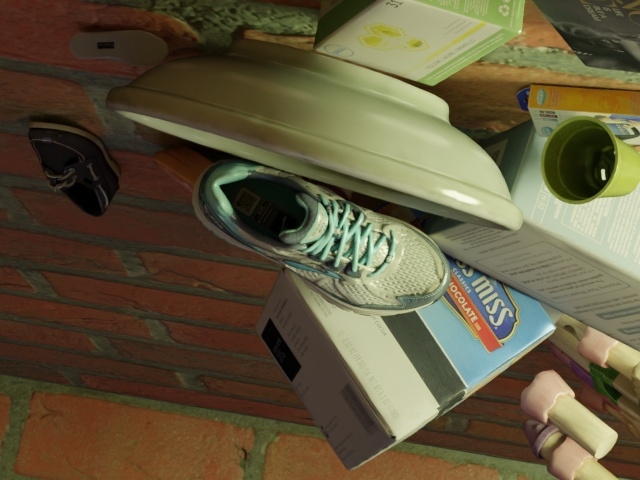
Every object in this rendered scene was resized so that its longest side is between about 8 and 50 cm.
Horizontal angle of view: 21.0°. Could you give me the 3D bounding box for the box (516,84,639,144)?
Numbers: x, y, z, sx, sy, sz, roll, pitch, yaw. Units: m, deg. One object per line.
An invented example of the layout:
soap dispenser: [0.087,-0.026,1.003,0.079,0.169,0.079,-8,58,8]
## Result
box: [0.254,-0.119,1.642,0.136,0.028,0.081,4,164,16]

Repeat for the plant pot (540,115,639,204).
plant pot: [0.264,-0.071,1.632,0.083,0.083,0.079,-2,174,40]

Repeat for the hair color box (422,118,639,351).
hair color box: [0.317,0.016,1.822,0.374,0.113,0.185,27,161,-19]

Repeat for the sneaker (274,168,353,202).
sneaker: [-0.010,-0.059,1.968,0.069,0.084,0.185,42,179,-26]

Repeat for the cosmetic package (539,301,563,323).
cosmetic package: [0.273,0.031,2.047,0.060,0.099,0.239,10,164,-1]

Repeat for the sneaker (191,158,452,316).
sneaker: [0.000,0.000,1.758,0.283,0.110,0.122,21,175,-2]

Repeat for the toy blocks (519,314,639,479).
toy blocks: [0.379,0.151,2.294,0.260,0.309,0.288,39,168,32]

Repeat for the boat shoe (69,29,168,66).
boat shoe: [-0.193,-0.188,1.684,0.100,0.035,0.035,2,-169,15]

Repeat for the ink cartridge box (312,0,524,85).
ink cartridge box: [0.029,-0.203,1.434,0.235,0.056,0.171,13,166,-20]

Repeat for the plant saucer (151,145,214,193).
plant saucer: [-0.105,-0.050,1.994,0.200,0.037,0.200,35,177,2]

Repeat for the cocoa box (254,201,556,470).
cocoa box: [0.088,0.101,2.027,0.228,0.231,0.347,-32,172,-13]

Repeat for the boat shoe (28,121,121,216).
boat shoe: [-0.293,-0.084,2.062,0.075,0.065,0.206,6,164,16]

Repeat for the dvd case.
dvd case: [0.277,-0.167,1.366,0.221,0.018,0.164,12,164,36]

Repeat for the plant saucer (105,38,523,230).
plant saucer: [0.006,-0.109,1.603,0.400,0.100,0.400,17,-179,0]
